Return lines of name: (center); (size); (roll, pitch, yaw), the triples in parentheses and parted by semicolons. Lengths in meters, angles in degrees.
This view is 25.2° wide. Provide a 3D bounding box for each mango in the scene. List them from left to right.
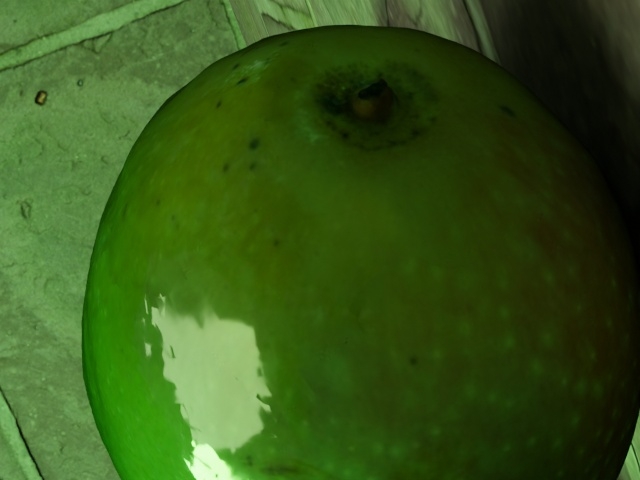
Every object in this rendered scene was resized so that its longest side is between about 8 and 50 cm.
mango: (0.001, 0.055, 0.597); (0.225, 0.201, 0.382); (42, 153, 5)
